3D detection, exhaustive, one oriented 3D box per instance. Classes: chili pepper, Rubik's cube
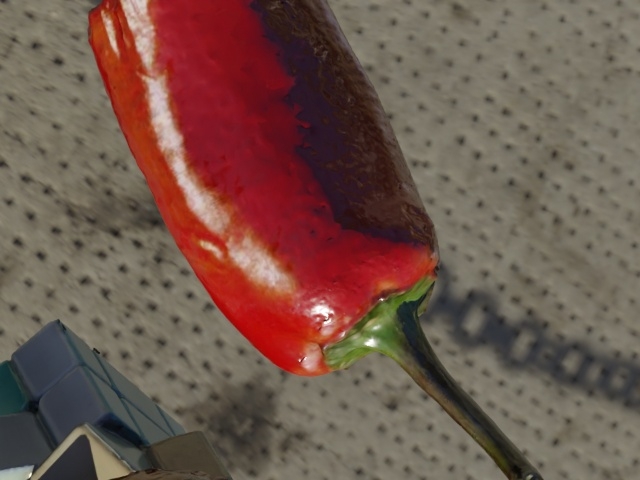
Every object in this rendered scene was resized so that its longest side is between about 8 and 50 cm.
[{"bbox_3d":[0.000,0.001,0.884,0.131,0.134,0.338,-31,85,23],"label":"chili pepper"},{"bbox_3d":[-0.171,0.199,1.154,0.224,0.213,0.265,-41,134,2],"label":"Rubik's cube"}]

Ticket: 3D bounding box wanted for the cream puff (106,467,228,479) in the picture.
[{"bbox_3d":[-0.101,0.244,0.919,0.240,0.240,0.164,-41,117,-10],"label":"cream puff"}]
